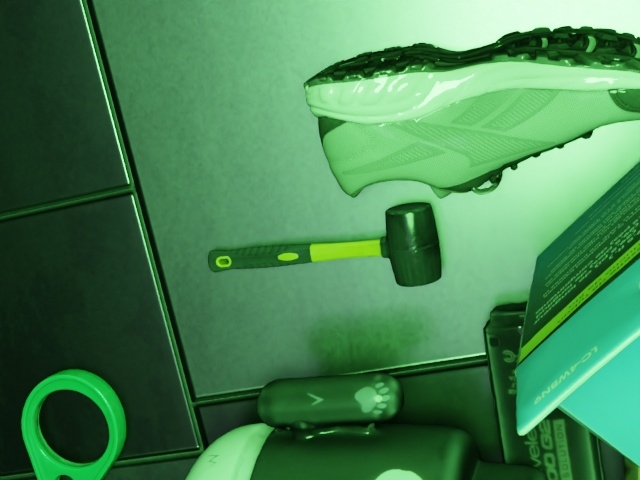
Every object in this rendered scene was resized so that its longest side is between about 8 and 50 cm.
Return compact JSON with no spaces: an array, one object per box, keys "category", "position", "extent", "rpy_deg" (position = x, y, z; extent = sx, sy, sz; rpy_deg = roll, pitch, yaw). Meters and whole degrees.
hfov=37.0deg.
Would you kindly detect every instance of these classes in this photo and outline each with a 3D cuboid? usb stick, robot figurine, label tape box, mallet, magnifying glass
[{"category":"usb stick","position":[0.179,0.183,0.733],"extent":[0.077,0.045,0.278],"rpy_deg":[-6,101,23]},{"category":"robot figurine","position":[0.028,0.219,0.710],"extent":[0.278,0.173,0.209],"rpy_deg":[-3,65,19]},{"category":"label tape box","position":[0.237,-0.001,0.520],"extent":[0.115,0.347,0.249],"rpy_deg":[45,108,1]},{"category":"mallet","position":[0.000,0.000,0.744],"extent":[0.189,0.039,0.062],"rpy_deg":[2,104,17]},{"category":"magnifying glass","position":[-0.225,0.225,0.852],"extent":[0.092,0.026,0.231],"rpy_deg":[11,102,11]}]

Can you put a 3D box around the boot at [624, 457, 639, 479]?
[{"category":"boot","position":[0.283,0.261,0.678],"extent":[0.112,0.115,0.305],"rpy_deg":[-11,103,-12]}]

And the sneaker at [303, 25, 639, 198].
[{"category":"sneaker","position":[0.127,-0.086,0.669],"extent":[0.271,0.100,0.108],"rpy_deg":[-3,112,20]}]
